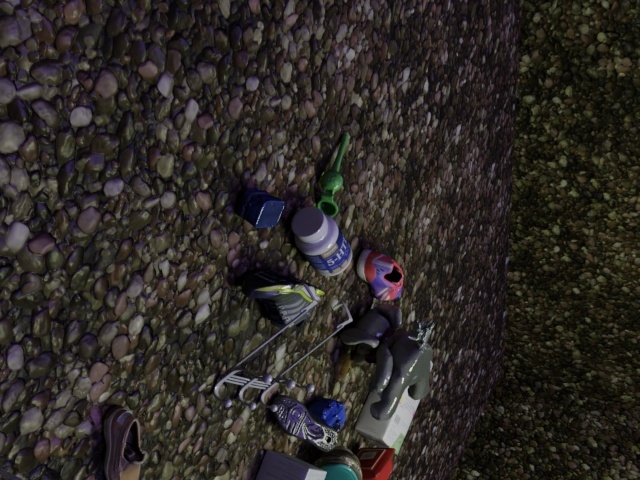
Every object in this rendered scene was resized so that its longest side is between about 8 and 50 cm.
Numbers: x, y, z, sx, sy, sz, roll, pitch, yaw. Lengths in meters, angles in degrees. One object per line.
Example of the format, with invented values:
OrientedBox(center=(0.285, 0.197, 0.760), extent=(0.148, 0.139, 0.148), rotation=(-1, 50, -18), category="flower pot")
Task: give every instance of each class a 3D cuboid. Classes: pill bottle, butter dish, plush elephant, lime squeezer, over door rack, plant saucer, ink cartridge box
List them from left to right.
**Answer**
OrientedBox(center=(-0.067, 0.269, 1.559), extent=(0.324, 0.108, 0.239), rotation=(-49, 151, 3), category="over door rack")
OrientedBox(center=(0.000, 0.000, 1.652), extent=(0.112, 0.111, 0.187), rotation=(-64, 150, -19), category="pill bottle")
OrientedBox(center=(0.022, -0.116, 1.718), extent=(0.110, 0.058, 0.311), rotation=(-100, -162, -79), category="lime squeezer")
OrientedBox(center=(0.069, 0.386, 2.057), extent=(0.083, 0.015, 0.084), rotation=(-35, 133, -50), category="plant saucer")
OrientedBox(center=(0.174, 0.776, 2.254), extent=(0.160, 0.160, 0.118), rotation=(-38, 108, -49), category="butter dish")
OrientedBox(center=(0.190, 0.332, 2.038), extent=(0.271, 0.255, 0.330), rotation=(-19, 128, -46), category="plush elephant")
OrientedBox(center=(0.265, 0.543, 2.373), extent=(0.354, 0.119, 0.207), rotation=(-63, 149, -20), category="ink cartridge box")

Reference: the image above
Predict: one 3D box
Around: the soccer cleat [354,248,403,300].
OrientedBox(center=(0.210, 0.121, 2.078), extent=(0.109, 0.116, 0.318), rotation=(-67, 150, -14), category="soccer cleat")

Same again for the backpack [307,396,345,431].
OrientedBox(center=(0.019, 0.502, 1.936), extent=(0.120, 0.097, 0.101), rotation=(-27, 122, -53), category="backpack")

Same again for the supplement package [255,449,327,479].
OrientedBox(center=(-0.104, 0.694, 1.762), extent=(0.134, 0.139, 0.244), rotation=(44, 64, -60), category="supplement package")

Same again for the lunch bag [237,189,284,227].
OrientedBox(center=(-0.132, -0.069, 1.433), extent=(0.098, 0.065, 0.067), rotation=(-2, 120, -62), category="lunch bag")

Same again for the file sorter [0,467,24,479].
OrientedBox(center=(-0.521, 0.333, 0.796), extent=(0.278, 0.192, 0.173), rotation=(48, 58, -57), category="file sorter")

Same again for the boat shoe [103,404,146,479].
OrientedBox(center=(-0.355, 0.398, 1.242), extent=(0.068, 0.072, 0.190), rotation=(-36, 133, -50), category="boat shoe")

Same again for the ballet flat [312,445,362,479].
OrientedBox(center=(0.052, 0.754, 2.092), extent=(0.182, 0.163, 0.483), rotation=(-75, 167, -51), category="ballet flat")

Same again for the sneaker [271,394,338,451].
OrientedBox(center=(-0.065, 0.481, 1.806), extent=(0.227, 0.130, 0.087), rotation=(39, 71, -30), category="sneaker")

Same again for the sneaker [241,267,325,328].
OrientedBox(center=(-0.088, 0.145, 1.573), extent=(0.300, 0.111, 0.121), rotation=(23, 87, -59), category="sneaker")
